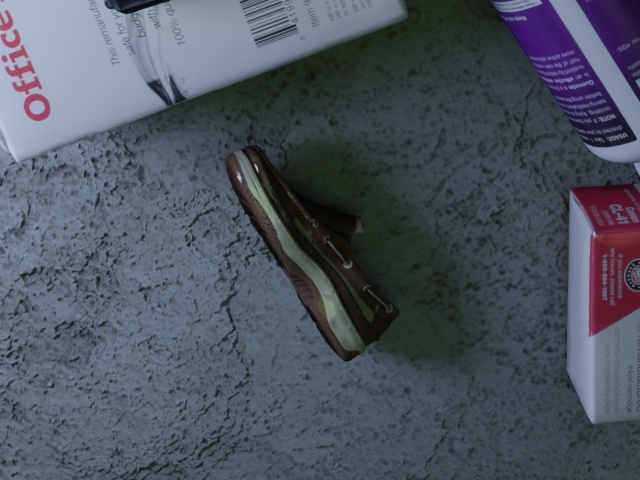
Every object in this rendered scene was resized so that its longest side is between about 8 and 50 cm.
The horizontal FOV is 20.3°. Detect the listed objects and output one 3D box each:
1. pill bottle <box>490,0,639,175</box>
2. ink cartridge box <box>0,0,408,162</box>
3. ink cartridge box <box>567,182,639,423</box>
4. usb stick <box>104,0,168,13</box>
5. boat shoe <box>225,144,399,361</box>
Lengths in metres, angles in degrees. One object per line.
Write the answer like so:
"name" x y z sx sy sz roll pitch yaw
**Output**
"pill bottle" 0.288 -0.203 1.707 0.181 0.181 0.323 -33 111 9
"ink cartridge box" -0.155 -0.283 1.649 0.395 0.166 0.285 -20 111 2
"ink cartridge box" 0.416 0.057 1.847 0.306 0.131 0.226 -4 112 -1
"usb stick" -0.064 -0.269 1.550 0.278 0.045 0.077 -17 104 0
"boat shoe" -0.002 -0.002 1.822 0.095 0.095 0.257 -33 117 -6
